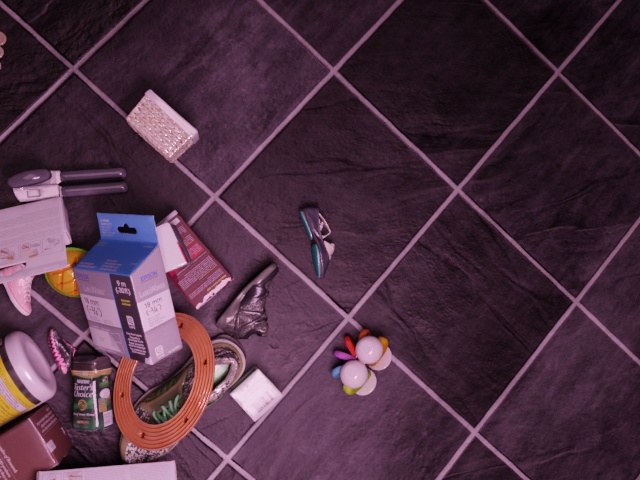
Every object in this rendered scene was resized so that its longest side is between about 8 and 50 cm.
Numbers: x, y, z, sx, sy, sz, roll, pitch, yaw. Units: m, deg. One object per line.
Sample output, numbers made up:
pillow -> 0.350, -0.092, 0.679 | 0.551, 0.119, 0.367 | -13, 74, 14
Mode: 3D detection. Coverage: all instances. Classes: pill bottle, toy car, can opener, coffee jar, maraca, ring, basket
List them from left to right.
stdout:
pill bottle -> -0.826, 0.373, 1.524 | 0.334, 0.188, 0.187 | -29, 92, -12
can opener -> -0.642, -0.148, 1.641 | 0.284, 0.095, 0.075 | -5, 88, -11
maraca -> -0.607, 0.091, 1.634 | 0.186, 0.099, 0.127 | 34, 93, -28
coffee jar -> -0.576, 0.380, 1.619 | 0.096, 0.079, 0.184 | -4, 86, 23
basket -> -0.415, -0.295, 1.686 | 0.167, 0.113, 0.103 | 41, 82, -5
ring -> -0.384, 0.344, 1.585 | 0.032, 0.337, 0.336 | 34, 77, -51
toy car -> 0.100, 0.324, 1.742 | 0.136, 0.159, 0.182 | 29, 80, 27

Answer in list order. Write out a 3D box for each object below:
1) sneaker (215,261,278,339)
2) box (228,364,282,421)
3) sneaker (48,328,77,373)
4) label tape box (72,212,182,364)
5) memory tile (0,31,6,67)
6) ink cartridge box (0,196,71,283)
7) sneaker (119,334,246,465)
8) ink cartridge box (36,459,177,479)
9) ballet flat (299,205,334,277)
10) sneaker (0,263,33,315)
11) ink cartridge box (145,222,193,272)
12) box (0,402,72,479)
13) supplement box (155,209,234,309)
sneaker -> -0.164, 0.171, 1.720 | 0.130, 0.087, 0.227 | 38, 83, -8
box -> -0.173, 0.402, 1.699 | 0.101, 0.087, 0.102 | -42, 94, -11
sneaker -> -0.656, 0.278, 1.643 | 0.057, 0.047, 0.119 | -21, 91, -33
label tape box -> -0.474, 0.110, 1.536 | 0.106, 0.241, 0.333 | -27, 113, -47
memory tile -> -0.881, -0.477, 1.659 | 0.113, 0.012, 0.148 | 9, 85, -10
ink cartridge box -> -0.753, 0.021, 1.564 | 0.275, 0.060, 0.238 | -14, 54, -11
sneaker -> -0.352, 0.409, 1.616 | 0.158, 0.182, 0.410 | 43, 80, -6
ink cartridge box -> -0.521, 0.655, 1.538 | 0.310, 0.271, 0.130 | 4, 46, -24
ballet flat -> 0.000, 0.000, 1.770 | 0.074, 0.074, 0.203 | -15, 87, -11
sneaker -> -0.751, 0.119, 1.625 | 0.070, 0.051, 0.134 | -28, 88, -6
ink cartridge box -> -0.370, 0.019, 1.581 | 0.063, 0.150, 0.109 | -25, 91, -7
box -> -0.805, 0.557, 1.516 | 0.381, 0.191, 0.143 | -29, 92, -12
supplement box -> -0.355, 0.052, 1.695 | 0.130, 0.073, 0.239 | -40, 93, -10
